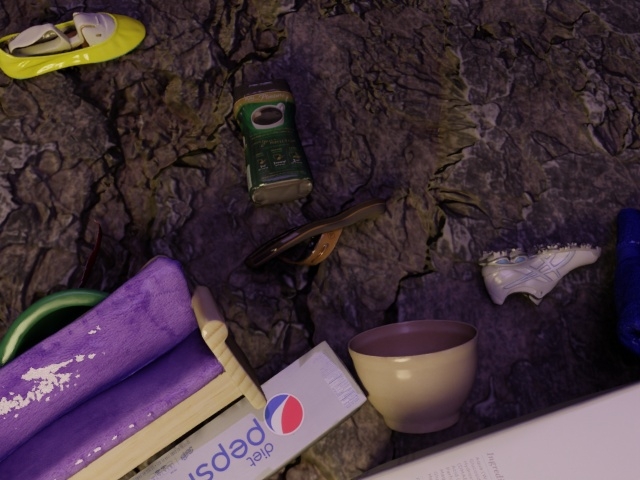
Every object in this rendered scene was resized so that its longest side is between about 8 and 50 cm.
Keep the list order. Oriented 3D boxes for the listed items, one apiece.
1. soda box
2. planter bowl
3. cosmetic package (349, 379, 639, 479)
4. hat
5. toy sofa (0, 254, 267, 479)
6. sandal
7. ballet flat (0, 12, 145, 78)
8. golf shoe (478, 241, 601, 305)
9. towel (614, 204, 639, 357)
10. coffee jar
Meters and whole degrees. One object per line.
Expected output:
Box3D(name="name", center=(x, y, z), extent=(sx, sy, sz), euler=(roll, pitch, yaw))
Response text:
Box3D(name="soda box", center=(-0.084, 0.246, 0.748), extent=(0.286, 0.098, 0.091), euler=(-33, 73, -16))
Box3D(name="planter bowl", center=(0.122, 0.172, 0.773), extent=(0.162, 0.162, 0.109), euler=(-10, 95, -8))
Box3D(name="cosmetic package", center=(0.231, 0.267, 0.654), extent=(0.384, 0.217, 0.156), euler=(-20, 70, 7))
Box3D(name="hat", center=(-0.309, 0.118, 0.826), extent=(0.173, 0.183, 0.208), euler=(43, 87, -20))
Box3D(name="toy sofa", center=(-0.257, 0.185, 0.676), extent=(0.362, 0.150, 0.177), euler=(-33, 108, -8))
Box3D(name="sandal", center=(0.000, 0.000, 0.873), extent=(0.219, 0.090, 0.060), euler=(-22, 93, -19))
Box3D(name="ballet flat", center=(-0.389, -0.313, 0.964), extent=(0.230, 0.077, 0.077), euler=(-20, 70, -12))
Box3D(name="golf shoe", center=(0.315, 0.047, 0.884), extent=(0.176, 0.069, 0.086), euler=(-8, 89, -4))
Box3D(name="towel", center=(0.495, 0.071, 0.794), extent=(0.227, 0.076, 0.308), euler=(28, 38, 8))
Box3D(name="coffee jar", center=(-0.073, -0.150, 0.918), extent=(0.096, 0.079, 0.185), euler=(-10, 70, -5))
